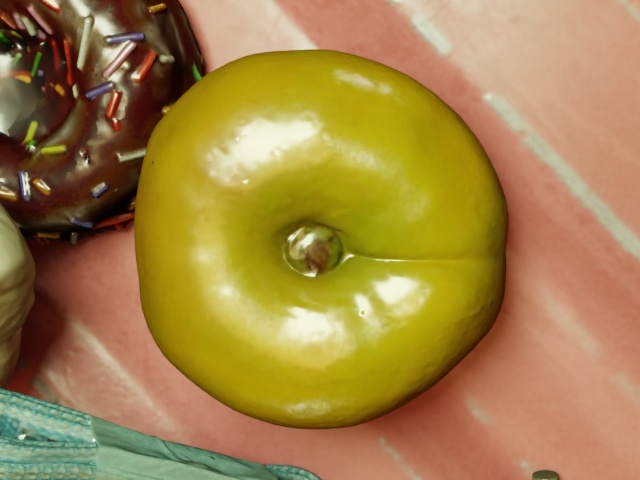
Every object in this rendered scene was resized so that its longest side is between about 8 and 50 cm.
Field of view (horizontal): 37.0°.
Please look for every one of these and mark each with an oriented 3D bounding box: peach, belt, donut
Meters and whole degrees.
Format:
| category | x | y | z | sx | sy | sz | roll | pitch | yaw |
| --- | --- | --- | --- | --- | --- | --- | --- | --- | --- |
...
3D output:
| category | x | y | z | sx | sy | sz | roll | pitch | yaw |
| --- | --- | --- | --- | --- | --- | --- | --- | --- | --- |
| peach | 0.000 | 0.000 | 0.622 | 0.251 | 0.153 | 0.251 | -1 | 102 | -4 |
| belt | -0.120 | 0.170 | 0.637 | 0.302 | 0.087 | 0.072 | 20 | 102 | -23 |
| donut | -0.193 | -0.109 | 0.667 | 0.216 | 0.096 | 0.230 | -10 | 95 | 13 |

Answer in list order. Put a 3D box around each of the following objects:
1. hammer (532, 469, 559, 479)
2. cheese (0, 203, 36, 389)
| category | x | y | z | sx | sy | sz | roll | pitch | yaw |
| --- | --- | --- | --- | --- | --- | --- | --- | --- | --- |
| hammer | 0.204 | 0.177 | 0.665 | 0.110 | 0.019 | 0.035 | -5 | 97 | 10 |
| cheese | -0.288 | 0.056 | 0.630 | 0.251 | 0.173 | 0.248 | 15 | 129 | 34 |
